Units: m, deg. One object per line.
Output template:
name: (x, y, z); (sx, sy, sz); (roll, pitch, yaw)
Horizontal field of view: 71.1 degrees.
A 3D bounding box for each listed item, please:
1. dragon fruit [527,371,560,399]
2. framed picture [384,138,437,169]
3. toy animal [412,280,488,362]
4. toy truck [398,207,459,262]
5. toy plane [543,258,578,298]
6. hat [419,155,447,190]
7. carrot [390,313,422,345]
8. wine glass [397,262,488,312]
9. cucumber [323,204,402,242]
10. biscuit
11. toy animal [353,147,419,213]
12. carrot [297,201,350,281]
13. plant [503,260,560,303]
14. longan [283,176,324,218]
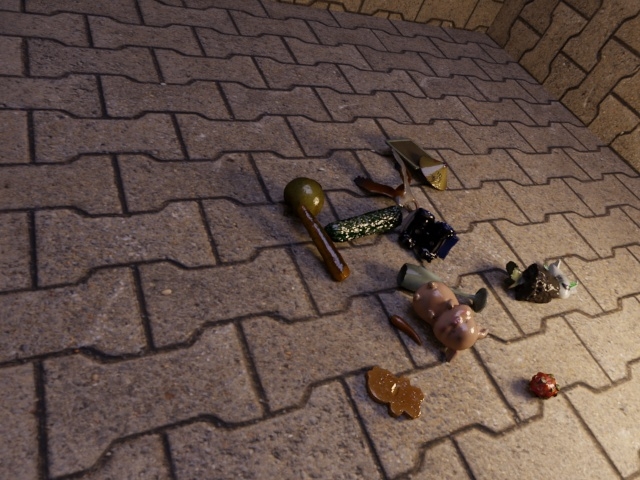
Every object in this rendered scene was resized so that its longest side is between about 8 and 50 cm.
dragon fruit: (0.734, 0.473, 1.461); (0.116, 0.081, 0.086); (12, 40, -46)
framed picture: (0.440, -0.414, 2.129); (0.217, 0.017, 0.275); (48, 36, 21)
toy animal: (0.410, 0.251, 1.475); (0.250, 0.166, 0.154); (54, 12, 20)
toy truck: (0.428, -0.032, 1.748); (0.213, 0.161, 0.177); (38, 28, 13)
toy plane: (0.977, 0.162, 1.836); (0.174, 0.080, 0.173); (11, 50, -13)
hat: (0.543, -0.326, 2.041); (0.193, 0.082, 0.192); (25, 50, -33)
carrot: (0.282, 0.290, 1.469); (0.142, 0.035, 0.035); (41, 48, 9)
wine glass: (0.436, 0.129, 1.670); (0.310, 0.096, 0.264); (19, 26, -5)
cucumber: (0.155, -0.054, 1.677); (0.360, 0.096, 0.096); (-18, 59, -33)
biscuit: (0.214, 0.446, 1.304); (0.184, 0.027, 0.133); (18, 47, -4)
toy animal: (0.341, -0.222, 1.917); (0.284, 0.225, 0.301); (-9, 65, -54)
carrot: (0.000, 0.000, 1.546); (0.066, 0.066, 0.314); (-25, 77, -37)
plant: (0.807, 0.162, 1.730); (0.204, 0.131, 0.142); (14, 50, -9)
longan: (-0.070, -0.151, 1.647); (0.176, 0.145, 0.154); (-34, 38, 2)
